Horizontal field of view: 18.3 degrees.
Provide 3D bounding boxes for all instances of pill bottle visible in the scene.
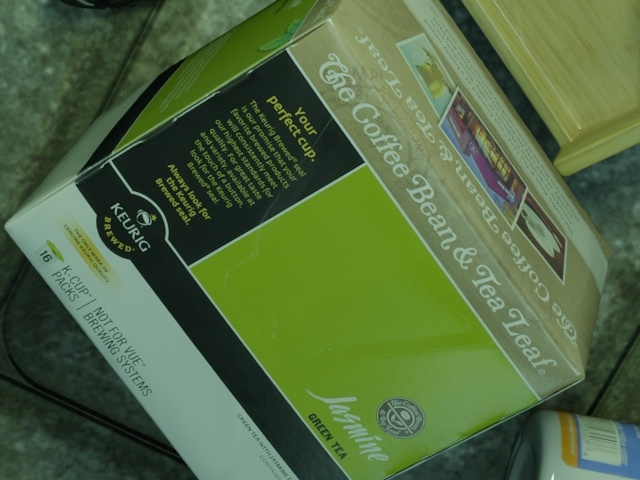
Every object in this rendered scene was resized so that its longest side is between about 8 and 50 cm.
[{"bbox_3d":[0.300,0.240,1.693,0.272,0.152,0.152,12,104,-6],"label":"pill bottle"}]

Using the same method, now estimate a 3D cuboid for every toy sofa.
[{"bbox_3d":[0.178,-0.250,1.573,0.150,0.177,0.362,-27,107,35],"label":"toy sofa"}]

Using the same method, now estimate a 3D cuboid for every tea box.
[{"bbox_3d":[0.000,0.000,1.538,0.323,0.220,0.329,-29,106,26],"label":"tea box"}]

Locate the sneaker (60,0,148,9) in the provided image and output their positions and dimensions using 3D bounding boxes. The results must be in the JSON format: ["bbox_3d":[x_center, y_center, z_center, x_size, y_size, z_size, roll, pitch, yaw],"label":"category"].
[{"bbox_3d":[-0.114,-0.287,1.576,0.271,0.100,0.108,-42,68,16],"label":"sneaker"}]
